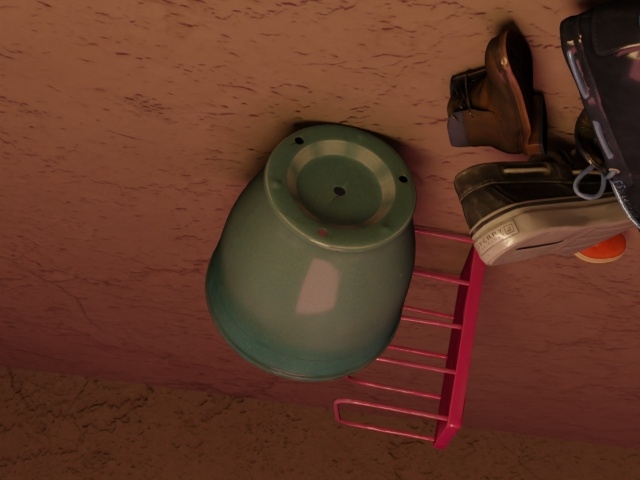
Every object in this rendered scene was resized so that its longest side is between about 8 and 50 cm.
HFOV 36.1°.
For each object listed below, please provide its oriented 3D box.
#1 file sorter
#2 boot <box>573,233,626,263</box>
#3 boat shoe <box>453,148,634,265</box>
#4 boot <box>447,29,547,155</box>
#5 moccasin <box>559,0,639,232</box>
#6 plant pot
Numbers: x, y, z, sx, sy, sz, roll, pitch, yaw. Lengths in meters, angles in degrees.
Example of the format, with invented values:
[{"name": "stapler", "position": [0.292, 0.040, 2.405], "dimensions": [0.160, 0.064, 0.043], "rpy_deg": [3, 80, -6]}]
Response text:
[{"name": "file sorter", "position": [0.134, 0.142, 1.490], "dimensions": [0.182, 0.291, 0.202], "rpy_deg": [10, 160, 5]}, {"name": "boot", "position": [0.359, -0.017, 1.299], "dimensions": [0.158, 0.059, 0.084], "rpy_deg": [20, 152, -25]}, {"name": "boat shoe", "position": [0.280, -0.053, 1.128], "dimensions": [0.335, 0.119, 0.121], "rpy_deg": [-4, 158, -48]}, {"name": "boot", "position": [0.168, -0.141, 1.006], "dimensions": [0.106, 0.082, 0.219], "rpy_deg": [-2, 159, 20]}, {"name": "moccasin", "position": [0.310, -0.121, 0.973], "dimensions": [0.116, 0.138, 0.342], "rpy_deg": [4, 146, 26]}, {"name": "plant pot", "position": [0.000, 0.000, 1.233], "dimensions": [0.271, 0.272, 0.255], "rpy_deg": [11, 145, -5]}]
